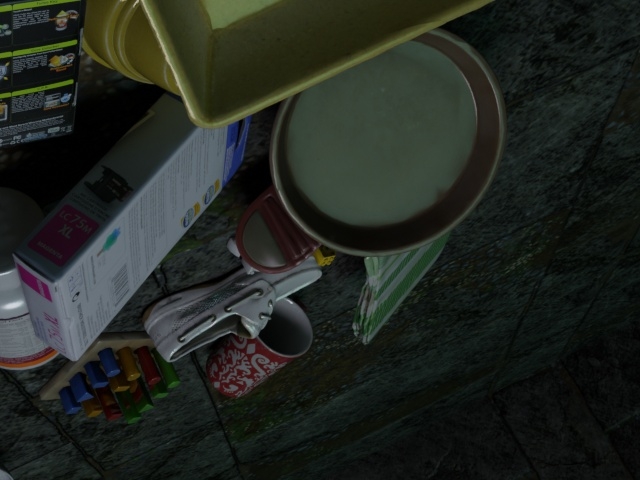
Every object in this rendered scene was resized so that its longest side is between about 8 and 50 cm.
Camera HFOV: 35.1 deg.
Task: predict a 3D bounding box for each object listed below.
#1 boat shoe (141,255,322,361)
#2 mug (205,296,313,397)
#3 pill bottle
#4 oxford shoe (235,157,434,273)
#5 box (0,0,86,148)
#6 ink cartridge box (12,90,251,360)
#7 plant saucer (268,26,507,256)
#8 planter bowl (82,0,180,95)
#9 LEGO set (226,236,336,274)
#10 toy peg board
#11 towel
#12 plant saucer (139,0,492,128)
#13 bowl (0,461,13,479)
[{"bbox_3d":[-0.111,0.100,1.457,0.277,0.096,0.098,-23,156,-14],"label":"boat shoe"},{"bbox_3d":[-0.090,0.172,1.620,0.150,0.113,0.169,-4,150,-41],"label":"mug"},{"bbox_3d":[-0.327,0.043,1.064,0.121,0.121,0.221,-21,155,-18],"label":"pill bottle"},{"bbox_3d":[0.038,-0.100,1.245,0.348,0.123,0.130,-35,-172,3],"label":"oxford shoe"},{"bbox_3d":[-0.293,-0.138,0.829,0.191,0.045,0.184,-16,152,-26],"label":"box"},{"bbox_3d":[-0.177,-0.040,1.023,0.311,0.065,0.185,-50,168,-28],"label":"ink cartridge box"},{"bbox_3d":[0.075,-0.112,1.137,0.278,0.041,0.277,-7,117,-13],"label":"plant saucer"},{"bbox_3d":[-0.097,-0.189,0.887,0.217,0.090,0.217,-25,157,-11],"label":"planter bowl"},{"bbox_3d":[0.000,0.000,1.382,0.227,0.093,0.087,-13,152,-33],"label":"LEGO set"},{"bbox_3d":[-0.298,0.210,1.498,0.161,0.079,0.161,-43,154,28],"label":"toy peg board"},{"bbox_3d":[0.135,0.007,1.524,0.248,0.038,0.325,-47,162,-22],"label":"towel"},{"bbox_3d":[0.000,-0.283,0.719,0.333,0.081,0.332,-26,135,-6],"label":"plant saucer"},{"bbox_3d":[-0.559,0.370,1.563,0.142,0.053,0.142,-25,157,-8],"label":"bowl"}]
